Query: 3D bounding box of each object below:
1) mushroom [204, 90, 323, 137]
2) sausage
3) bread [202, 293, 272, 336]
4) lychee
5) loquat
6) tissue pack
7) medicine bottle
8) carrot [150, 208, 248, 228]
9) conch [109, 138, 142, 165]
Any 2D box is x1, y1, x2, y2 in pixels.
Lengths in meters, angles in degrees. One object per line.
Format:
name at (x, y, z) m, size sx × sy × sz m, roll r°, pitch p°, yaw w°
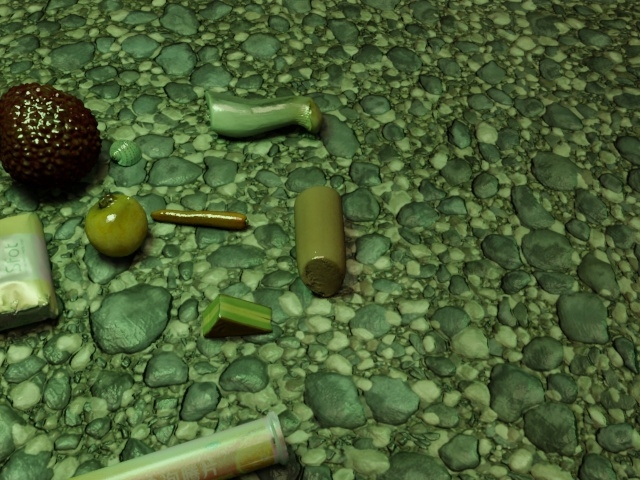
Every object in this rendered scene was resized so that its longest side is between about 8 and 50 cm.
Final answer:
mushroom at (-0.157, -0.356, 2.042) m, size 0.329 × 0.122 × 0.159 m, roll 0°, pitch 61°, yaw -4°
sausage at (0.000, 0.000, 1.769) m, size 0.123 × 0.123 × 0.252 m, roll -2°, pitch 52°, yaw -5°
bread at (-0.187, 0.183, 1.683) m, size 0.139 × 0.084 × 0.074 m, roll 17°, pitch 45°, yaw -30°
lychee at (-0.692, -0.256, 1.837) m, size 0.300 × 0.264 × 0.264 m, roll 4°, pitch 47°, yaw -31°
loquat at (-0.482, -0.036, 1.757) m, size 0.137 × 0.163 × 0.163 m, roll 11°, pitch 44°, yaw 46°
tissue pack at (-0.718, 0.078, 1.667) m, size 0.215 × 0.123 × 0.256 m, roll -13°, pitch 61°, yaw -15°
medicine bottle at (-0.277, 0.443, 1.421) m, size 0.426 × 0.108 × 0.108 m, roll -15°, pitch 54°, yaw -12°
carrot at (-0.301, -0.056, 1.847) m, size 0.248 × 0.043 × 0.043 m, roll 4°, pitch 52°, yaw 2°
conch at (-0.515, -0.238, 1.971) m, size 0.076 × 0.056 × 0.085 m, roll 39°, pitch 59°, yaw 10°
